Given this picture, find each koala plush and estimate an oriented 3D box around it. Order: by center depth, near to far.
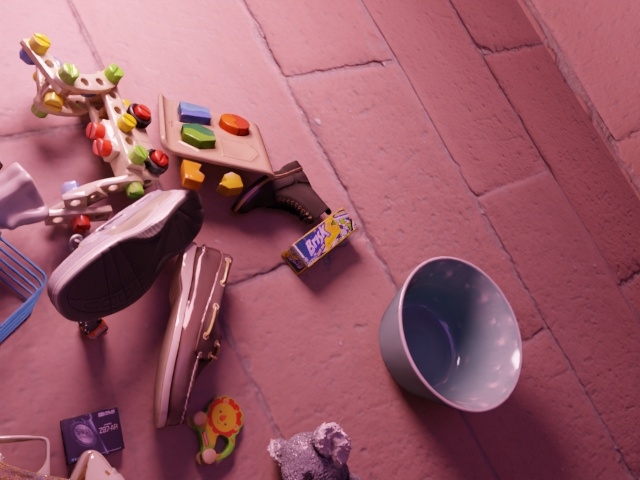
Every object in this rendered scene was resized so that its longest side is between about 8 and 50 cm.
[{"bbox_3d":[0.007,0.412,0.950,0.203,0.196,0.221,-23,81,-48],"label":"koala plush"}]

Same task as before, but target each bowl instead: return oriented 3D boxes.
[{"bbox_3d":[0.244,0.206,1.187,0.312,0.163,0.311,13,62,-26],"label":"bowl"}]

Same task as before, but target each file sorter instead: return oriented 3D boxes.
[{"bbox_3d":[-0.471,0.080,0.814,0.104,0.170,0.118,43,54,-11],"label":"file sorter"}]

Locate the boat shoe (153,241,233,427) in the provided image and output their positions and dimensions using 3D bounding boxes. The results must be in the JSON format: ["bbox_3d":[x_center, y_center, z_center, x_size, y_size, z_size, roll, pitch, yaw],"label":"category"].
[{"bbox_3d":[-0.212,0.153,0.972,0.097,0.116,0.324,15,56,-21],"label":"boat shoe"}]

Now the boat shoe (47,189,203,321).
[{"bbox_3d":[-0.309,0.010,0.911,0.103,0.118,0.320,11,38,21],"label":"boat shoe"}]

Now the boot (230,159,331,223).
[{"bbox_3d":[-0.072,-0.072,1.177,0.198,0.077,0.137,-37,88,-36],"label":"boot"}]

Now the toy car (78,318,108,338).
[{"bbox_3d":[-0.343,0.113,0.948,0.122,0.060,0.040,-55,132,-29],"label":"toy car"}]

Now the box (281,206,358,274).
[{"bbox_3d":[0.000,0.000,1.202,0.169,0.054,0.059,-38,90,-37],"label":"box"}]

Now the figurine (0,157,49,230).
[{"bbox_3d":[-0.558,-0.061,0.856,0.215,0.092,0.209,40,59,18],"label":"figurine"}]

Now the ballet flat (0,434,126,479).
[{"bbox_3d":[-0.370,0.336,0.794,0.349,0.123,0.123,20,60,-19],"label":"ballet flat"}]

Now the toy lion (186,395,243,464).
[{"bbox_3d":[-0.172,0.317,0.974,0.096,0.034,0.100,-6,72,-40],"label":"toy lion"}]

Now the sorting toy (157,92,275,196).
[{"bbox_3d":[-0.192,-0.182,1.092,0.229,0.041,0.307,14,32,-27],"label":"sorting toy"}]

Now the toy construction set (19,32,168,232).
[{"bbox_3d":[-0.391,-0.176,0.989,0.215,0.151,0.327,3,73,-56],"label":"toy construction set"}]

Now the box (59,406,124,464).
[{"bbox_3d":[-0.349,0.298,0.881,0.083,0.018,0.067,-6,72,-32],"label":"box"}]
